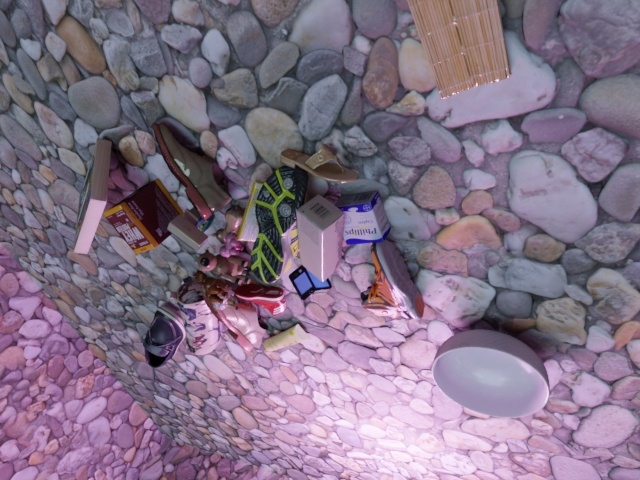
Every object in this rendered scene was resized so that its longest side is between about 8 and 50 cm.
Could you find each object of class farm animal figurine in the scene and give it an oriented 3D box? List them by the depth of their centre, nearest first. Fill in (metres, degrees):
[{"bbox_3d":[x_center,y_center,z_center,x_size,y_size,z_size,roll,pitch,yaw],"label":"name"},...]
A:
[{"bbox_3d":[-0.347,0.063,1.455,0.172,0.330,0.326,19,161,11],"label":"farm animal figurine"}]

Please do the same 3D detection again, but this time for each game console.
[{"bbox_3d":[-0.036,0.149,1.454,0.071,0.107,0.122,17,139,55],"label":"game console"}]

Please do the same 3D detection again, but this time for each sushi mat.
[{"bbox_3d":[0.266,-0.425,0.786,0.151,0.019,0.316,-7,141,31],"label":"sushi mat"}]

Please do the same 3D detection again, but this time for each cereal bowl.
[{"bbox_3d":[0.539,0.404,1.297,0.339,0.141,0.339,15,132,17],"label":"cereal bowl"}]

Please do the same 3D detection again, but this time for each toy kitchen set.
[{"bbox_3d":[-0.431,-0.036,1.419,0.122,0.207,0.166,39,135,-3],"label":"toy kitchen set"}]

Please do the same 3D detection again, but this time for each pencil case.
[{"bbox_3d":[-0.551,0.351,1.828,0.184,0.160,0.410,2,132,-5],"label":"pencil case"}]

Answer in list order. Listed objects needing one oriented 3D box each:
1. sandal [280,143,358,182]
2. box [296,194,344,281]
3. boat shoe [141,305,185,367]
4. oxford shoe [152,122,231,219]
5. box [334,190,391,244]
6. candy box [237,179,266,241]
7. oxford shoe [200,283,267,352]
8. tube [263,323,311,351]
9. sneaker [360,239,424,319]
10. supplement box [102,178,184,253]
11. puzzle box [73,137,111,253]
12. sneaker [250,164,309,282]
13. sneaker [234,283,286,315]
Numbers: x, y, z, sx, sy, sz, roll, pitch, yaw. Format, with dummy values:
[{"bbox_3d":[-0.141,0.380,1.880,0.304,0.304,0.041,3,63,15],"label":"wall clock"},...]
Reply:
[{"bbox_3d":[-0.007,-0.230,1.119,0.240,0.088,0.079,20,130,21],"label":"sandal"},{"bbox_3d":[0.000,0.000,1.235,0.113,0.094,0.275,40,153,24],"label":"box"},{"bbox_3d":[-0.829,0.520,2.127,0.187,0.156,0.500,33,133,3],"label":"boat shoe"},{"bbox_3d":[-0.423,-0.243,1.332,0.348,0.130,0.123,59,165,-5],"label":"oxford shoe"},{"bbox_3d":[0.122,-0.064,1.192,0.126,0.072,0.137,-5,124,32],"label":"box"},{"bbox_3d":[-0.188,-0.087,1.287,0.105,0.027,0.205,8,118,-30],"label":"candy box"},{"bbox_3d":[-0.357,0.295,1.688,0.140,0.146,0.397,29,153,46],"label":"oxford shoe"},{"bbox_3d":[-0.149,0.423,1.747,0.240,0.062,0.070,-28,150,36],"label":"tube"},{"bbox_3d":[0.190,0.142,1.285,0.180,0.124,0.321,-12,119,34],"label":"sneaker"},{"bbox_3d":[-0.641,-0.089,1.500,0.129,0.194,0.191,-14,118,35],"label":"supplement box"},{"bbox_3d":[-0.870,-0.155,1.539,0.052,0.272,0.409,9,147,-35],"label":"puzzle box"},{"bbox_3d":[-0.118,-0.060,1.264,0.145,0.147,0.384,26,113,17],"label":"sneaker"},{"bbox_3d":[-0.239,0.250,1.634,0.221,0.087,0.128,6,127,26],"label":"sneaker"}]
